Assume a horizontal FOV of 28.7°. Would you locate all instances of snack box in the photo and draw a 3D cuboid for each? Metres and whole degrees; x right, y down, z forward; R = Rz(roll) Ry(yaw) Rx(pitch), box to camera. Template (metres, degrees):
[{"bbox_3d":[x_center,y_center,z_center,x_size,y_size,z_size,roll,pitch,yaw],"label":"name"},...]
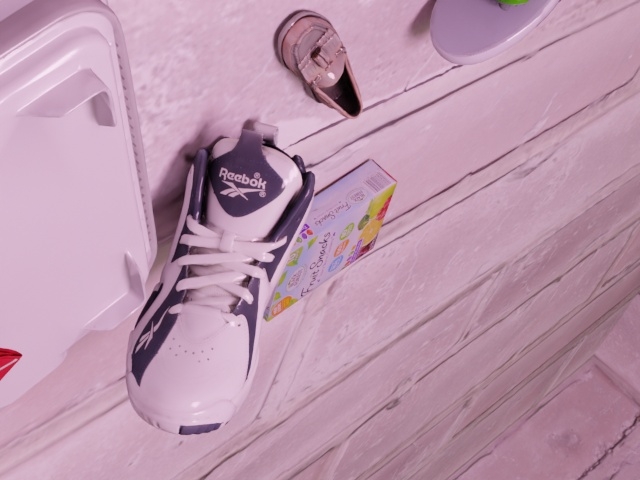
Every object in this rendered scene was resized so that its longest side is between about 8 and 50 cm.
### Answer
[{"bbox_3d":[0.000,0.000,1.111,0.141,0.037,0.100,-34,155,-33],"label":"snack box"}]

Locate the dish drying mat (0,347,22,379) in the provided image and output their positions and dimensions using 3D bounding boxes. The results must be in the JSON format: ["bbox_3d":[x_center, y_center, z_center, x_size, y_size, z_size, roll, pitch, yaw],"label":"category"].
[{"bbox_3d":[-0.204,0.094,0.708,0.083,0.008,0.032,-49,162,6],"label":"dish drying mat"}]

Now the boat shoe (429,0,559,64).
[{"bbox_3d":[0.175,-0.221,1.008,0.228,0.080,0.076,-52,160,-9],"label":"boat shoe"}]

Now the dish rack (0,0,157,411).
[{"bbox_3d":[-0.200,0.016,0.685,0.285,0.072,0.333,-40,160,-21],"label":"dish rack"}]

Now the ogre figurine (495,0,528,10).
[{"bbox_3d":[0.162,-0.248,0.904,0.118,0.097,0.197,37,80,-52],"label":"ogre figurine"}]

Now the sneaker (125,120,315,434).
[{"bbox_3d":[-0.065,0.007,0.844,0.235,0.094,0.153,-60,164,-50],"label":"sneaker"}]

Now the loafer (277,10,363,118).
[{"bbox_3d":[0.006,-0.122,0.886,0.045,0.039,0.125,-46,161,-1],"label":"loafer"}]
